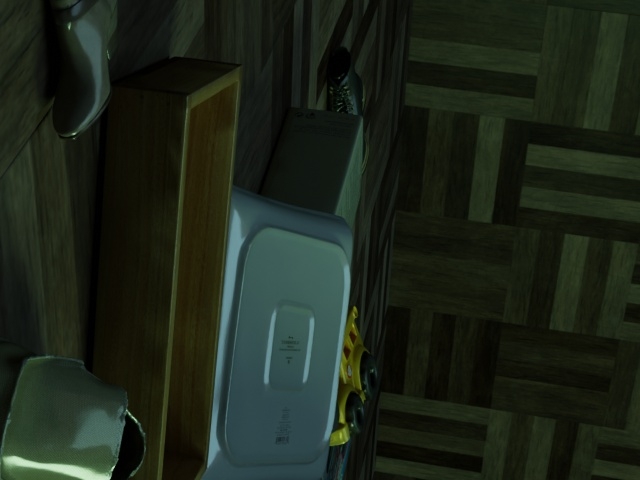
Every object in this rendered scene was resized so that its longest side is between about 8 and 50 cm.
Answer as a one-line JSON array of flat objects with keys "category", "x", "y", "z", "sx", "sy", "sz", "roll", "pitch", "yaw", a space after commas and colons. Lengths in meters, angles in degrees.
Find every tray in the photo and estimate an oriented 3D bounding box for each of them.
[{"category": "tray", "x": -0.143, "y": 0.052, "z": 1.281, "sx": 0.203, "sy": 0.076, "sz": 0.410, "roll": -57, "pitch": 154, "yaw": -73}]

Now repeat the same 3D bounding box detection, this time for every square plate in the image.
[{"category": "square plate", "x": -0.051, "y": 0.122, "z": 1.629, "sx": 0.347, "sy": 0.049, "sz": 0.344, "roll": 15, "pitch": 81, "yaw": -62}]

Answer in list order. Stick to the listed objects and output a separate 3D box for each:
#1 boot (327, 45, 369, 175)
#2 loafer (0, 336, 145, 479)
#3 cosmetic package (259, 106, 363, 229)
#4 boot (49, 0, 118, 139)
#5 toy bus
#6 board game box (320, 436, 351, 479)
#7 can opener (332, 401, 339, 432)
[{"category": "boot", "x": 0.034, "y": -0.206, "z": 2.336, "sx": 0.137, "sy": 0.077, "sz": 0.197, "roll": 68, "pitch": 18, "yaw": -66}, {"category": "loafer", "x": -0.184, "y": 0.125, "z": 0.986, "sx": 0.268, "sy": 0.092, "sz": 0.102, "roll": 53, "pitch": 45, "yaw": -79}, {"category": "cosmetic package", "x": -0.021, "y": -0.024, "z": 1.932, "sx": 0.309, "sy": 0.113, "sz": 0.160, "roll": -73, "pitch": 168, "yaw": -46}, {"category": "boot", "x": -0.173, "y": -0.142, "z": 1.004, "sx": 0.087, "sy": 0.042, "sz": 0.118, "roll": 77, "pitch": 20, "yaw": -52}, {"category": "toy bus", "x": -0.007, "y": 0.185, "z": 2.201, "sx": 0.220, "sy": 0.149, "sz": 0.211, "roll": -65, "pitch": 149, "yaw": -56}, {"category": "board game box", "x": -0.015, "y": 0.363, "z": 2.448, "sx": 0.303, "sy": 0.098, "sz": 0.224, "roll": 87, "pitch": 14, "yaw": -58}, {"category": "can opener", "x": -0.040, "y": 0.144, "z": 1.826, "sx": 0.076, "sy": 0.095, "sz": 0.283, "roll": -73, "pitch": 155, "yaw": -46}]
